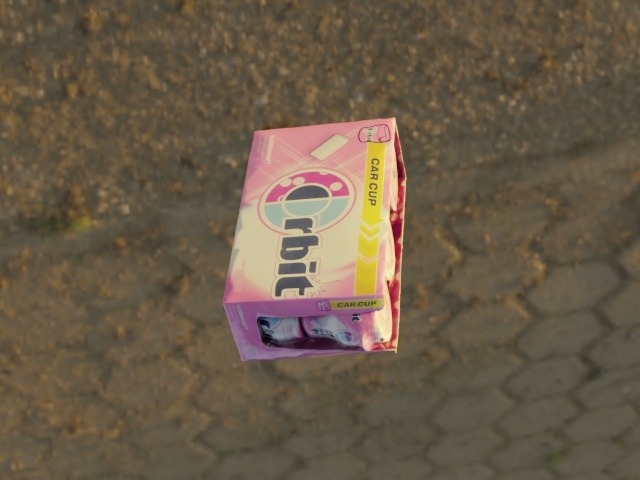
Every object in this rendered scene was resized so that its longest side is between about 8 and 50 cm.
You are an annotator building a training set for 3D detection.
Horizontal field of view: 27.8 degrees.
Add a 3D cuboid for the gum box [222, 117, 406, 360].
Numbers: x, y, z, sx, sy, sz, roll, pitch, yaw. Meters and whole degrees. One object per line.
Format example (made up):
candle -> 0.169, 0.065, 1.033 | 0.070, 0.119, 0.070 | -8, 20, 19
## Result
gum box -> 0.000, 0.000, 0.902 | 0.107, 0.188, 0.062 | -4, 134, 11
